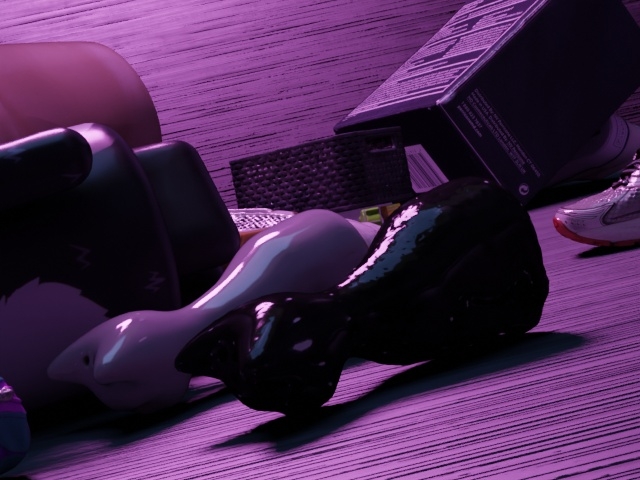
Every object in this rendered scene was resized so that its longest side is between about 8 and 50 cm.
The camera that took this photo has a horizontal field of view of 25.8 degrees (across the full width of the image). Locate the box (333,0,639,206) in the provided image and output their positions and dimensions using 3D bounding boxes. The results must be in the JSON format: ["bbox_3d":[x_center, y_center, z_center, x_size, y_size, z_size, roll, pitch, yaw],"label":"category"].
[{"bbox_3d":[0.225,-0.185,1.805,0.294,0.183,0.296,-45,16,-19],"label":"box"}]

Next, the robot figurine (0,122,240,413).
[{"bbox_3d":[-0.193,0.026,0.885,0.278,0.209,0.173,-16,20,-22],"label":"robot figurine"}]

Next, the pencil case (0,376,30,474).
[{"bbox_3d":[-0.195,0.097,0.626,0.070,0.064,0.151,-38,-6,22],"label":"pencil case"}]

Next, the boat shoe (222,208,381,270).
[{"bbox_3d":[-0.061,0.023,1.114,0.277,0.098,0.096,1,10,32],"label":"boat shoe"}]

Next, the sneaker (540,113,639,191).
[{"bbox_3d":[0.335,-0.106,1.898,0.091,0.094,0.258,18,-17,-31],"label":"sneaker"}]

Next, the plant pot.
[{"bbox_3d":[-0.345,-0.096,1.580,0.323,0.323,0.280,-9,16,47],"label":"plant pot"}]

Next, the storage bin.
[{"bbox_3d":[0.001,-0.069,1.580,0.180,0.084,0.122,-9,2,36],"label":"storage bin"}]

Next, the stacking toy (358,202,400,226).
[{"bbox_3d":[0.000,0.000,1.603,0.167,0.052,0.221,-11,2,-7],"label":"stacking toy"}]

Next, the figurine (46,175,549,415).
[{"bbox_3d":[-0.022,0.042,0.769,0.209,0.092,0.215,-21,7,-40],"label":"figurine"}]

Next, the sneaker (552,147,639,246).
[{"bbox_3d":[0.277,-0.067,1.099,0.225,0.093,0.088,-30,13,-9],"label":"sneaker"}]
